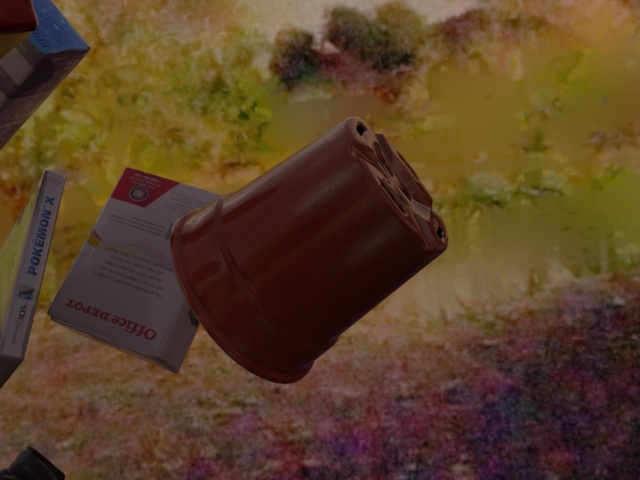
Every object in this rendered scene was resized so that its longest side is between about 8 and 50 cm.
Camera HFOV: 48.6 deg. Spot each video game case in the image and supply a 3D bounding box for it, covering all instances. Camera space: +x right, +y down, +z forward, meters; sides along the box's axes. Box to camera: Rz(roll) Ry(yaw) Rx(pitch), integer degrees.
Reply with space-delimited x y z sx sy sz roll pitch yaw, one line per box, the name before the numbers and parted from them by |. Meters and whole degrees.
video game case | -0.473 0.099 1.051 0.036 0.300 0.329 21 -41 -29

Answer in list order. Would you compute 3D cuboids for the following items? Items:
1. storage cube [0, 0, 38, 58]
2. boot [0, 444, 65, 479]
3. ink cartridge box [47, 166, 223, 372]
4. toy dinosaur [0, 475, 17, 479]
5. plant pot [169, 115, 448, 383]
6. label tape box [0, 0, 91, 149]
storage cube | -0.305 -0.203 0.435 0.193 0.183 0.215 -13 13 -28
boot | -0.551 0.404 1.134 0.223 0.338 0.118 -42 5 -31
ink cartridge box | -0.299 0.049 1.258 0.226 0.306 0.131 19 -18 13
toy dinosaur | -0.471 0.338 0.901 0.218 0.322 0.164 30 40 18
plant pot | 0.000 0.000 0.904 0.265 0.272 0.272 -36 -1 22
label tape box | -0.530 -0.252 0.993 0.348 0.249 0.115 -37 6 23
